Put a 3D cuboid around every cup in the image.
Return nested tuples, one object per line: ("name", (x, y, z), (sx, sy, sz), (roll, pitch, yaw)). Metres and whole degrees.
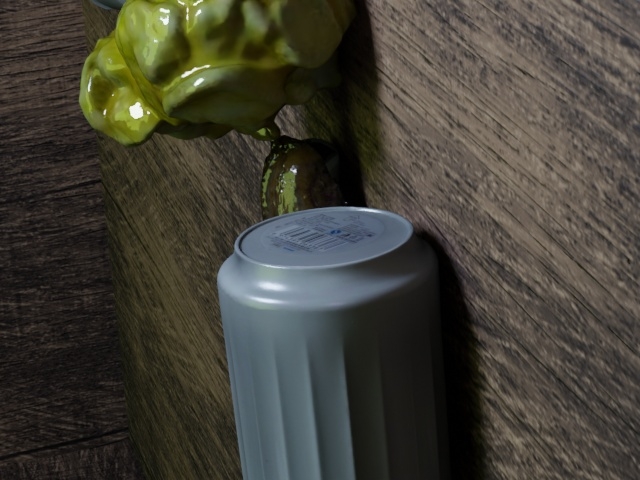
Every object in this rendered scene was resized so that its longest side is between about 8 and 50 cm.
("cup", (0.029, 0.133, 2.010), (0.323, 0.237, 0.326), (-56, -38, -67))

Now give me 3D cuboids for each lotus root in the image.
("lotus root", (-0.014, 0.033, 2.202), (0.167, 0.078, 0.329), (1, 112, 50))

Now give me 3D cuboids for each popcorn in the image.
("popcorn", (-0.119, -0.251, 2.122), (0.334, 0.292, 0.293), (129, 138, -61))

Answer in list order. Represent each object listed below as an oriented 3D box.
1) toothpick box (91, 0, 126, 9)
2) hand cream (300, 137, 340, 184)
("toothpick box", (-0.236, -0.422, 2.632), (0.316, 0.229, 0.229), (-149, 50, -68))
("hand cream", (0.000, 0.000, 2.338), (0.320, 0.067, 0.109), (84, 165, -46))
